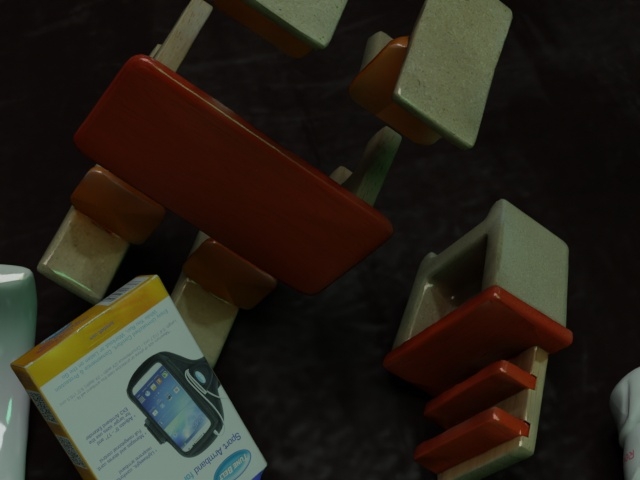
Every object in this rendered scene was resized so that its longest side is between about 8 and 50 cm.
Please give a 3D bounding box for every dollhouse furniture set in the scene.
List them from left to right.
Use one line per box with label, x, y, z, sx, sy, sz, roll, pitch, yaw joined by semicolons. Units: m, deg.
dollhouse furniture set;0.000;0.000;0.550;0.259;0.262;0.135;32;49;-14

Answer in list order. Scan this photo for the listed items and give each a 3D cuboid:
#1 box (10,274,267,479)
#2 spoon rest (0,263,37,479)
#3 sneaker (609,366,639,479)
box;-0.085;0.095;0.549;0.081;0.136;0.028;-36;19;-30
spoon rest;-0.182;0.149;0.522;0.137;0.084;0.276;4;61;3
sneaker;0.262;0.133;0.542;0.232;0.090;0.115;3;53;13
